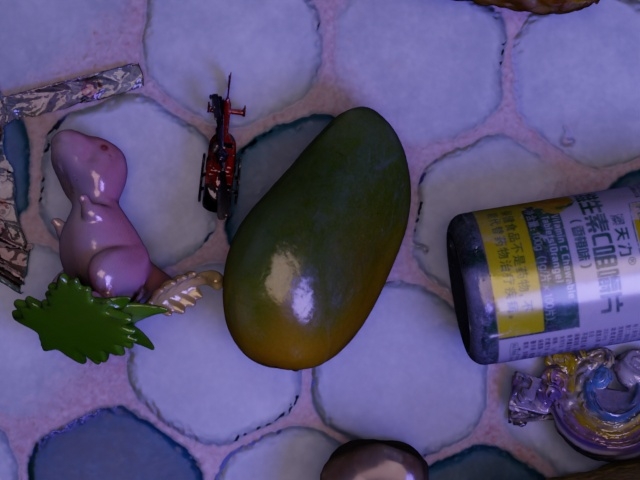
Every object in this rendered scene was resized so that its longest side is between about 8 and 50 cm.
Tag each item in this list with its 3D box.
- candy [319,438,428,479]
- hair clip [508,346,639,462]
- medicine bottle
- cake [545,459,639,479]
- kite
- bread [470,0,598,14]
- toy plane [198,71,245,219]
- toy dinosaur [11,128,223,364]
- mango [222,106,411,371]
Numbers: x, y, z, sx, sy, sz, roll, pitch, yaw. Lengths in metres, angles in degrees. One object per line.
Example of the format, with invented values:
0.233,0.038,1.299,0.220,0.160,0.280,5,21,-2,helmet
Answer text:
0.037,0.297,1.775,0.102,0.104,0.234,9,90,3,candy
0.260,0.151,1.802,0.172,0.049,0.116,4,66,4,hair clip
0.268,0.023,1.763,0.293,0.141,0.141,-9,91,-3,medicine bottle
0.280,0.348,1.724,0.222,0.227,0.286,-12,89,2,cake
-0.317,-0.114,1.805,0.314,0.011,0.335,-10,92,-3,kite
0.165,-0.305,1.781,0.222,0.096,0.181,11,92,-3,bread
-0.090,-0.083,1.790,0.037,0.060,0.145,5,75,-2,toy plane
-0.199,0.015,1.770,0.194,0.152,0.177,35,53,-12,toy dinosaur
0.000,0.000,1.757,0.156,0.114,0.251,41,65,-32,mango
